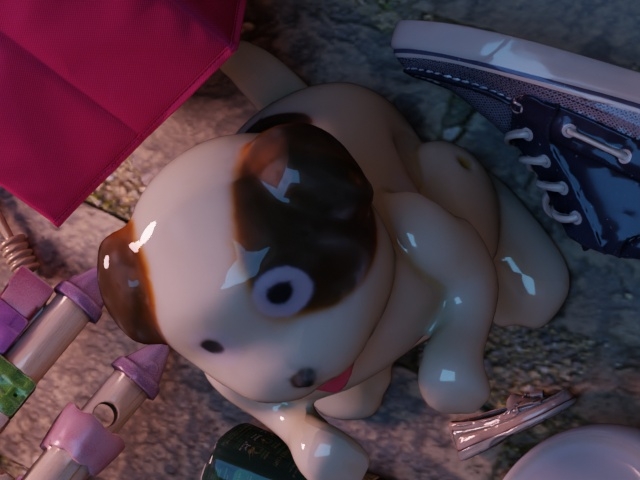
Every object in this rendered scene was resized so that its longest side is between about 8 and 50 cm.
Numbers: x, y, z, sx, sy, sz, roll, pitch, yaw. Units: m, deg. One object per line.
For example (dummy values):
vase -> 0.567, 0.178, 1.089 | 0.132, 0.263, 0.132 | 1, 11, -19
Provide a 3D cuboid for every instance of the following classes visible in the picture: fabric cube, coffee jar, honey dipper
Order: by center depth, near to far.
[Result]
fabric cube -> -0.238, -0.223, 1.501 | 0.258, 0.254, 0.259 | 36, 119, -22
coffee jar -> -0.014, 0.241, 1.625 | 0.184, 0.096, 0.079 | 20, 106, 17
honey dipper -> -0.330, -0.038, 1.739 | 0.030, 0.030, 0.160 | -31, 84, 20

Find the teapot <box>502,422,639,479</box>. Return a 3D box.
teapot -> 0.273, 0.280, 1.490 | 0.256, 0.187, 0.252 | -18, 63, 37

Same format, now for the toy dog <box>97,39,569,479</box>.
toy dog -> 0.000, 0.000, 1.424 | 0.285, 0.408, 0.395 | -20, 90, 20

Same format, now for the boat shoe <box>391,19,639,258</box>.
boat shoe -> 0.206, -0.079, 1.489 | 0.341, 0.127, 0.158 | 17, 95, 16

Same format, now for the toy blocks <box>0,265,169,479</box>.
toy blocks -> -0.301, 0.113, 1.676 | 0.289, 0.309, 0.260 | 38, 74, 0

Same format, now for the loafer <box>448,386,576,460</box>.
loafer -> 0.172, 0.159, 1.579 | 0.125, 0.045, 0.039 | -31, 79, 23
